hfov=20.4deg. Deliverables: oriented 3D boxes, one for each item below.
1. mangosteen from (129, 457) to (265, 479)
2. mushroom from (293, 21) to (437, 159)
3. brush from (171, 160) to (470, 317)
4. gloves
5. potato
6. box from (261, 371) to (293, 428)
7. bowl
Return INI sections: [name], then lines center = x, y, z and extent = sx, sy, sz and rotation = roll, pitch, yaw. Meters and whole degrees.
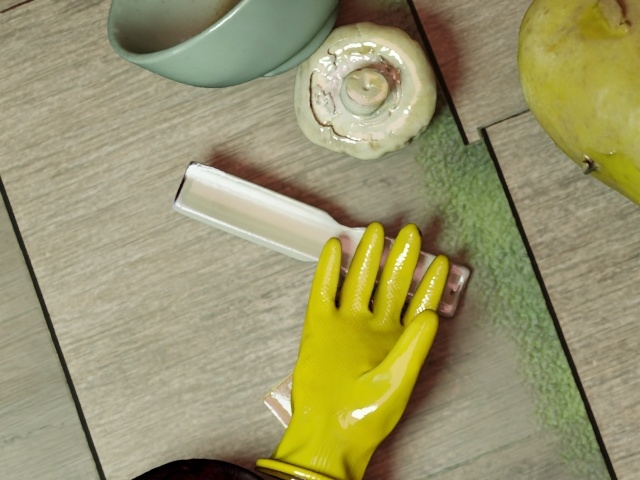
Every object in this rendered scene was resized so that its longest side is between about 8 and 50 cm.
[mangosteen]
center = -0.132, 0.347, 1.793
extent = 0.228, 0.228, 0.265
rotation = 33, 128, 10
[mushroom]
center = 0.045, -0.156, 1.863
extent = 0.154, 0.122, 0.154
rotation = 0, 90, 5
[brush]
center = 0.000, 0.000, 1.891
extent = 0.321, 0.050, 0.060
rotation = 22, 83, 2
[gloves]
center = 0.035, 0.116, 1.823
extent = 0.133, 0.116, 0.294
rotation = 21, 80, -4
[potato]
center = 0.397, -0.189, 1.775
extent = 0.397, 0.290, 0.296
rotation = -27, 51, -16
[box]
center = 0.023, 0.150, 1.877
extent = 0.156, 0.022, 0.089
rotation = -43, 79, 1
[bowl]
center = -0.071, -0.263, 1.854
extent = 0.289, 0.146, 0.289
rotation = -29, 40, 27
